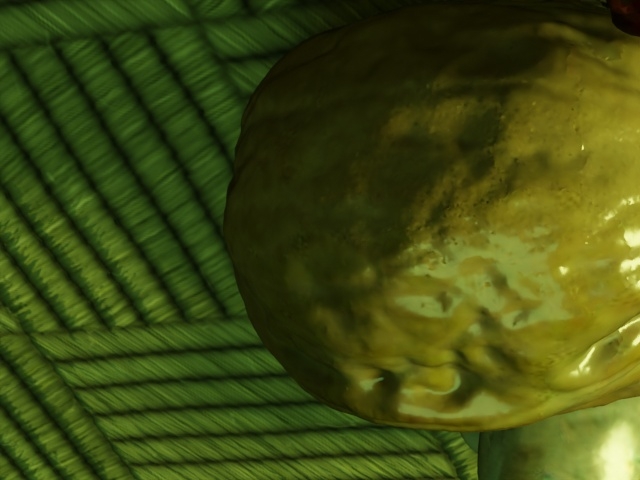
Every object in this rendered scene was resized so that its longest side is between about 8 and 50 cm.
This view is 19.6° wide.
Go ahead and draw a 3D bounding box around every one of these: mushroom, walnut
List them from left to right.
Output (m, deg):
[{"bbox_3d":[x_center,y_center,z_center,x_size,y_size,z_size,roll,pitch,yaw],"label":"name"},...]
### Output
[{"bbox_3d":[0.095,-0.016,1.216,0.344,0.306,0.306,0,139,28],"label":"walnut"},{"bbox_3d":[0.199,0.157,1.460,0.244,0.243,0.243,10,141,8],"label":"mushroom"}]

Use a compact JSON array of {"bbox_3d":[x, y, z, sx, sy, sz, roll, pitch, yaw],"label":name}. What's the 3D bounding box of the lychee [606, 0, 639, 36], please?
[{"bbox_3d":[0.222,-0.239,0.903,0.306,0.306,0.330,24,118,-11],"label":"lychee"}]
